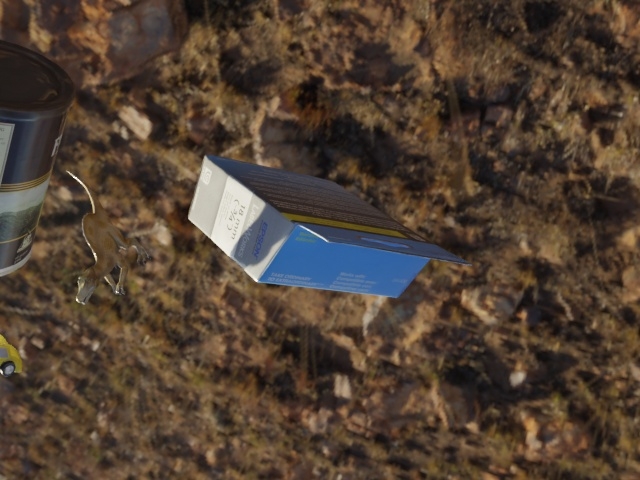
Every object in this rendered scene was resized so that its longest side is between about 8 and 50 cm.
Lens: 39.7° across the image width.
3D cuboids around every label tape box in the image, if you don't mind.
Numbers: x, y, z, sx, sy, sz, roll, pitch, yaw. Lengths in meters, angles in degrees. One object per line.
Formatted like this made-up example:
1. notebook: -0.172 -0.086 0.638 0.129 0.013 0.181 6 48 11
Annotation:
1. label tape box: 0.000 0.000 1.194 0.240 0.106 0.333 9 -163 -35

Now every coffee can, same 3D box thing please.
1. coffee can: -0.472 -0.114 1.223 0.201 0.201 0.275 26 119 1

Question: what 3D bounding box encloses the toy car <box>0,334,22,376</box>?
1. toy car: -0.544 0.138 1.215 0.225 0.053 0.239 22 -175 5

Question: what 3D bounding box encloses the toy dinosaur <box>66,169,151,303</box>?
1. toy dinosaur: -0.233 -0.002 0.967 0.053 0.183 0.092 -25 139 12
